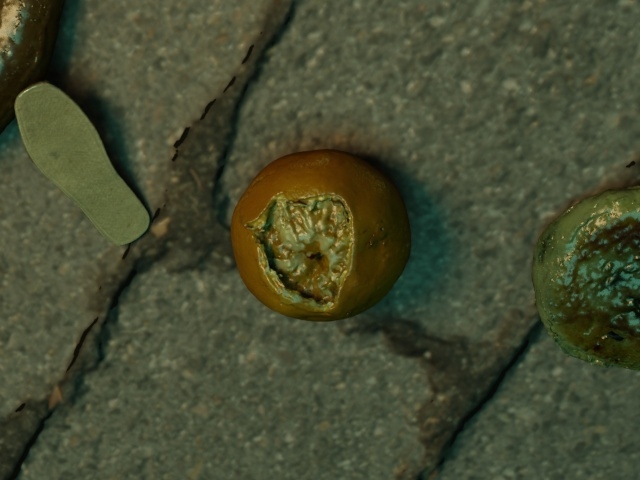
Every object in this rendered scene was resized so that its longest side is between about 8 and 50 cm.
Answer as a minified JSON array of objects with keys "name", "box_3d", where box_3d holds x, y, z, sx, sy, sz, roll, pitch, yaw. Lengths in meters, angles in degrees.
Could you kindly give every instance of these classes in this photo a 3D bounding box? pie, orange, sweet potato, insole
[{"name":"pie","box_3d":[0.275,0.039,1.463,0.186,0.041,0.187,2,117,4]},{"name":"orange","box_3d":[0.000,0.000,1.425,0.154,0.134,0.155,0,122,0]},{"name":"sweet potato","box_3d":[-0.302,-0.135,1.413,0.112,0.085,0.286,36,116,-25]},{"name":"insole","box_3d":[-0.205,-0.063,1.447,0.063,0.010,0.192,-28,131,6]}]
